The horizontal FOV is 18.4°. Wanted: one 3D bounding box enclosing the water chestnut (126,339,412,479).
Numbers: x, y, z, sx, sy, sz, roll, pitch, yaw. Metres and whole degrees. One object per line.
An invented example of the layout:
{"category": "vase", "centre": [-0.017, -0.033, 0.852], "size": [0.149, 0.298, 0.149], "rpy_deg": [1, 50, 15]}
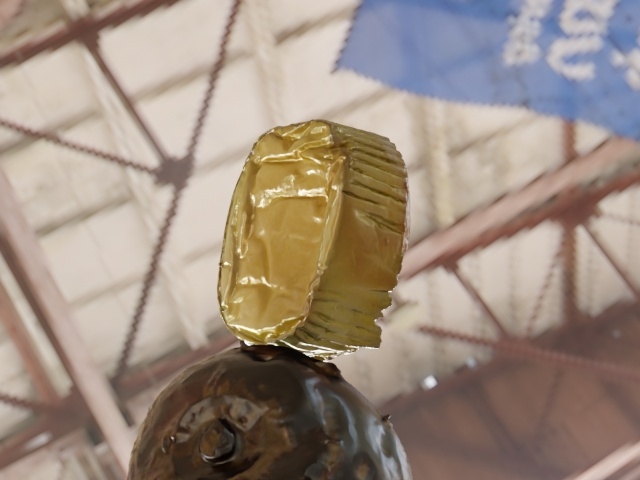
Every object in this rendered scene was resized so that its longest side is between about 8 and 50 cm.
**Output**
{"category": "water chestnut", "centre": [-0.044, 0.257, 1.930], "size": [0.300, 0.300, 0.300], "rpy_deg": [-24, -31, -16]}

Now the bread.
{"category": "bread", "centre": [0.000, 0.000, 2.052], "size": [0.179, 0.250, 0.133], "rpy_deg": [0, -11, 41]}
